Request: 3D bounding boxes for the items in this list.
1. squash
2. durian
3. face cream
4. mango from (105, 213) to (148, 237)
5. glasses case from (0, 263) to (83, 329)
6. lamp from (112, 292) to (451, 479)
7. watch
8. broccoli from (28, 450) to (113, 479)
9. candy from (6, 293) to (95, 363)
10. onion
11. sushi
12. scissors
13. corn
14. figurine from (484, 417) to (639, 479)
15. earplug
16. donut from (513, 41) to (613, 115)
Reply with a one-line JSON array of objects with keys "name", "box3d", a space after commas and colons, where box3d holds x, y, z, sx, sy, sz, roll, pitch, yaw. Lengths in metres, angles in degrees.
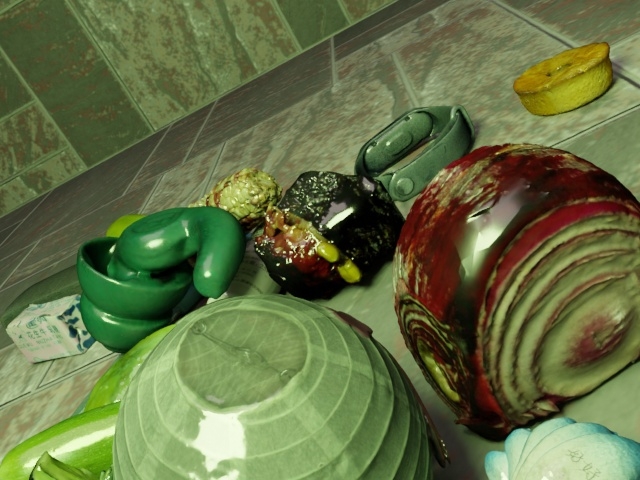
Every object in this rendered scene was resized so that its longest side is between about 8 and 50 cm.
[{"name": "squash", "box3d": [-0.176, 0.198, 0.695, 0.292, 0.082, 0.082, -13, 22, -8]}, {"name": "durian", "box3d": [-0.202, 0.188, 0.796, 0.250, 0.101, 0.139, -43, 27, -17]}, {"name": "face cream", "box3d": [-0.078, 0.029, 0.998, 0.081, 0.082, 0.269, -17, 26, 30]}, {"name": "mango", "box3d": [-0.410, -0.024, 1.515, 0.165, 0.074, 0.091, -16, 25, 30]}, {"name": "glasses case", "box3d": [-0.487, 0.100, 1.356, 0.323, 0.074, 0.131, -22, 25, 20]}, {"name": "lamp", "box3d": [-0.035, 0.159, 0.506, 0.233, 0.233, 0.265, -38, 45, -17]}, {"name": "watch", "box3d": [0.149, -0.144, 1.098, 0.206, 0.068, 0.193, -34, 26, 1]}, {"name": "broccoli", "box3d": [-0.185, 0.243, 0.593, 0.155, 0.160, 0.167, -55, 14, 4]}, {"name": "candy", "box3d": [-0.471, 0.155, 1.204, 0.160, 0.092, 0.073, -14, 26, 31]}, {"name": "onion", "box3d": [0.159, 0.016, 0.591, 0.216, 0.207, 0.206, -28, 25, -9]}, {"name": "sushi", "box3d": [0.000, 0.000, 0.890, 0.172, 0.153, 0.150, 24, 74, 37]}, {"name": "scissors", "box3d": [-0.256, 0.130, 1.071, 0.192, 0.029, 0.447, -12, 29, 38]}, {"name": "corn", "box3d": [-0.162, -0.028, 1.043, 0.289, 0.098, 0.098, -33, 15, 45]}, {"name": "figurine", "box3d": [0.172, 0.160, 0.444, 0.114, 0.079, 0.114, -12, 39, 10]}, {"name": "earplug", "box3d": [-0.223, 0.057, 0.946, 0.164, 0.257, 0.280, -20, -41, -60]}, {"name": "donut", "box3d": [0.371, -0.243, 1.035, 0.151, 0.058, 0.152, -26, 22, 12]}]
